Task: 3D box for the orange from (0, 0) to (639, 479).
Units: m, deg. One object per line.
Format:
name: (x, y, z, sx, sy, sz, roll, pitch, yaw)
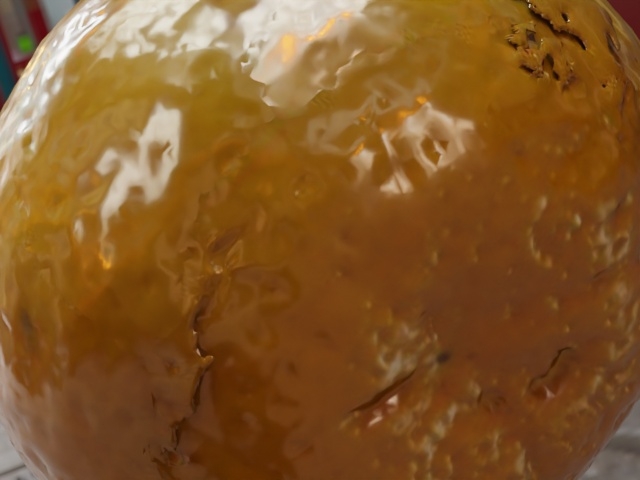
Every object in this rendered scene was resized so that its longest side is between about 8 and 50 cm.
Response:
orange: (0.002, 0.001, 0.510, 0.219, 0.219, 0.193, -20, 48, -11)
